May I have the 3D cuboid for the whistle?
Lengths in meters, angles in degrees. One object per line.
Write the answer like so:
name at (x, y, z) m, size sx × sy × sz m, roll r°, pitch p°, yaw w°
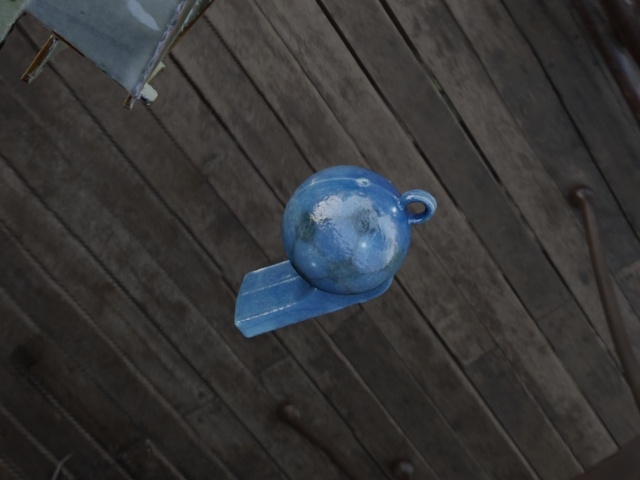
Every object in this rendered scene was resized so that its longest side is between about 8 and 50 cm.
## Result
whistle at (0.000, 0.000, 0.564) m, size 0.158 × 0.090 × 0.090 m, roll -19°, pitch 113°, yaw 20°

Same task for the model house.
model house at (-0.231, -0.268, 0.729) m, size 0.326 × 0.244 × 0.169 m, roll 38°, pitch 113°, yaw -15°
